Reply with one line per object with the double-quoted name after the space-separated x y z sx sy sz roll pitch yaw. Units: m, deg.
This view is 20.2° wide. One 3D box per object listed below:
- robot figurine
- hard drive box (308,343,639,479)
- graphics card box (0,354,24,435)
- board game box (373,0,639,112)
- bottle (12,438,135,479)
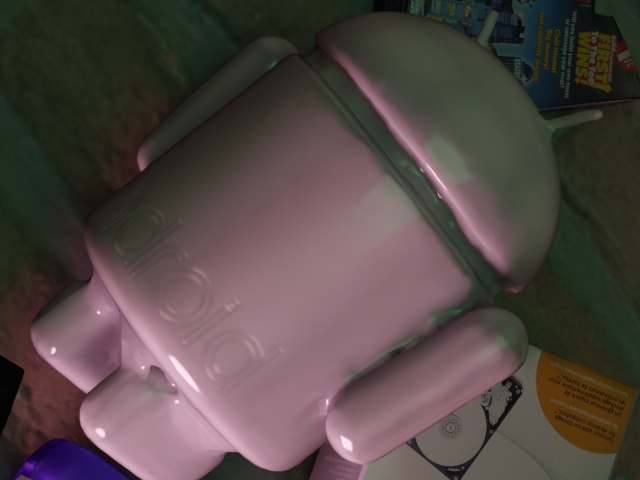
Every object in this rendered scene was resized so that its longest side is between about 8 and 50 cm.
0.000 0.000 1.090 0.353 0.200 0.300 -39 59 0 "robot figurine"
0.089 0.177 1.213 0.181 0.089 0.232 22 81 -20 "hard drive box"
-0.373 0.060 0.948 0.371 0.233 0.094 34 38 -17 "graphics card box"
0.136 -0.160 1.255 0.194 0.060 0.194 8 86 -23 "board game box"
-0.195 0.263 1.091 0.118 0.092 0.283 38 76 -19 "bottle"
